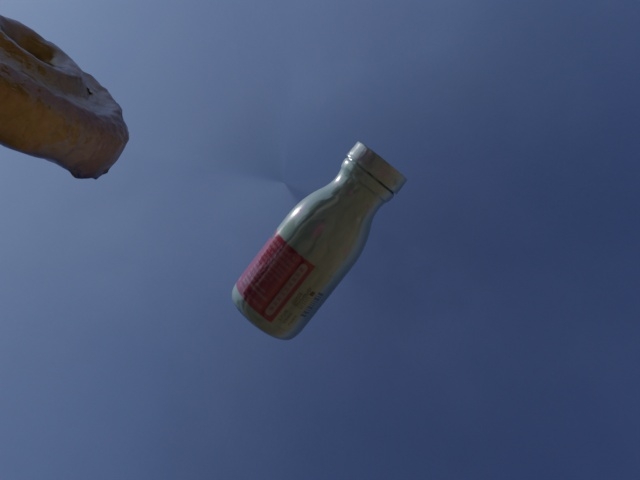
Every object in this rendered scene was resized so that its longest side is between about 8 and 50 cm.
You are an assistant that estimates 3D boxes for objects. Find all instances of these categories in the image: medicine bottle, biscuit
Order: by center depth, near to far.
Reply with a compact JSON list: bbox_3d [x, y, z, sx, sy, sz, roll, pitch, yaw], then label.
[{"bbox_3d":[0.000,0.000,0.563,0.090,0.090,0.217,37,-82,-7],"label":"medicine bottle"},{"bbox_3d":[-0.360,-0.195,0.612,0.296,0.296,0.102,37,-82,-7],"label":"biscuit"}]
